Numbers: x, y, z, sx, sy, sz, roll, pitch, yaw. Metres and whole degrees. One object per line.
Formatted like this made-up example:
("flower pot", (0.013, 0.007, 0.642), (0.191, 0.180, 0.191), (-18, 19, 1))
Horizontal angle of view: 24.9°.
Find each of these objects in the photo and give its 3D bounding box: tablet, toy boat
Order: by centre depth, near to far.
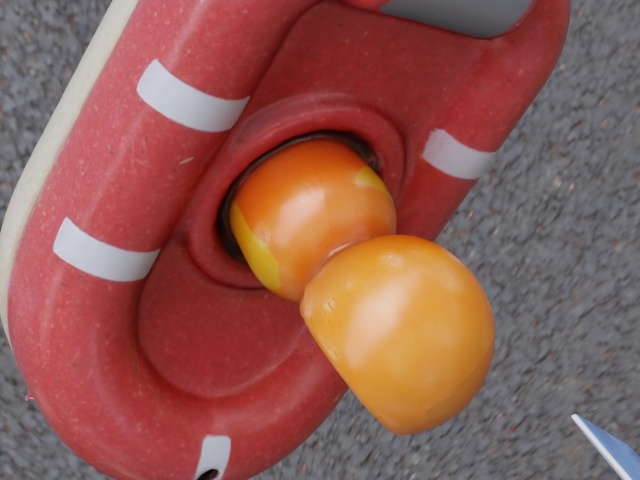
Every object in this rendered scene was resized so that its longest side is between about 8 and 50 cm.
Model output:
("toy boat", (0.000, 0.000, 0.459), (0.151, 0.231, 0.151), (6, 38, -40))
("tablet", (0.159, 0.120, 0.715), (0.006, 0.054, 0.083), (-50, 37, 10))

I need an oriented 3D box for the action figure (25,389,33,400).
("action figure", (-0.165, 0.034, 1.383), (0.370, 0.248, 0.276), (-39, 66, 18))
